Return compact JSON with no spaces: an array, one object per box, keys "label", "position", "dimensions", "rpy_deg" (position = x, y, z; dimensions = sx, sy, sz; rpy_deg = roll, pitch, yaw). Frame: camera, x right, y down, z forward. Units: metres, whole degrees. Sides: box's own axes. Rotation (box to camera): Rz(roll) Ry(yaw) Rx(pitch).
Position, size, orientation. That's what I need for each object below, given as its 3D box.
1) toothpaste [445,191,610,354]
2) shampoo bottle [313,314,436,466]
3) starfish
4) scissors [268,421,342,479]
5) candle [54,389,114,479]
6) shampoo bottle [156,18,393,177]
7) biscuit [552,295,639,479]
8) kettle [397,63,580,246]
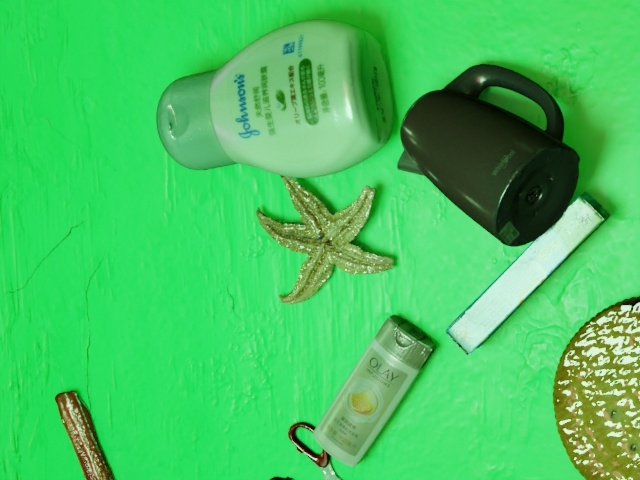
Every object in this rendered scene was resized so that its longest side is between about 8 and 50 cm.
[{"label":"toothpaste","position":[0.280,0.046,1.426],"dimensions":[0.050,0.065,0.267],"rpy_deg":[46,111,14]},{"label":"shampoo bottle","position":[0.078,0.222,1.540],"dimensions":[0.086,0.056,0.227],"rpy_deg":[37,109,16]},{"label":"starfish","position":[0.000,0.000,1.561],"dimensions":[0.227,0.043,0.241],"rpy_deg":[41,113,18]},{"label":"scissors","position":[0.038,0.390,1.599],"dimensions":[0.247,0.017,0.144],"rpy_deg":[27,106,18]},{"label":"candle","position":[-0.371,0.407,1.770],"dimensions":[0.051,0.048,0.329],"rpy_deg":[-21,85,-16]},{"label":"shampoo bottle","position":[-0.079,-0.192,1.520],"dimensions":[0.349,0.151,0.222],"rpy_deg":[-8,91,26]},{"label":"biscuit","position":[0.451,0.220,1.372],"dimensions":[0.305,0.038,0.305],"rpy_deg":[4,97,30]},{"label":"kettle","position":[0.221,-0.130,1.379],"dimensions":[0.202,0.144,0.232],"rpy_deg":[-51,51,4]}]
